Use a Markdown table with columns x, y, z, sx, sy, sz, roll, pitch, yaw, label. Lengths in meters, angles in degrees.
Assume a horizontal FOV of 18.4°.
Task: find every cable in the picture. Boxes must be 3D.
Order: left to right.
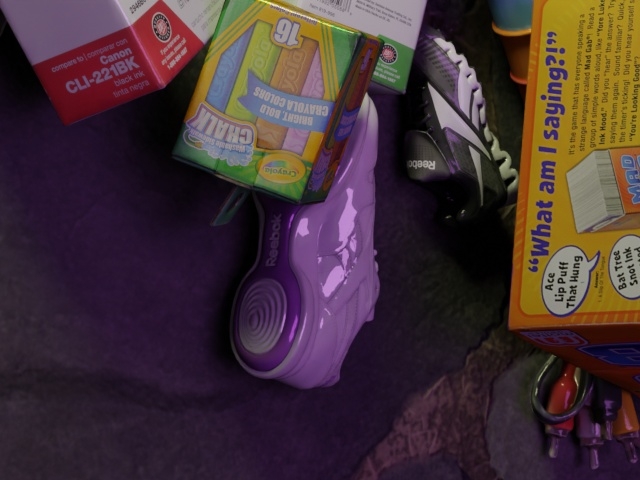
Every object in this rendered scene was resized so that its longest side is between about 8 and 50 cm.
| x | y | z | sx | sy | sz | roll | pitch | yaw | label |
| --- | --- | --- | --- | --- | --- | --- | --- | --- | --- |
| 0.287 | 0.104 | 2.170 | 0.139 | 0.072 | 0.287 | 6 | 74 | -18 | cable |

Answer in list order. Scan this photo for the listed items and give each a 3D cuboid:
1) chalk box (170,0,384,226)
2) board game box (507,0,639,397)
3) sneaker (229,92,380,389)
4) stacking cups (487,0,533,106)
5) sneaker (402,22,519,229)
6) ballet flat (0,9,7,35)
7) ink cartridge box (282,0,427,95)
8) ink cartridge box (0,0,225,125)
| x | y | z | sx | sy | sz | roll | pitch | yaw | label |
| --- | --- | --- | --- | --- | --- | --- | --- | --- | --- |
| -0.045 | -0.108 | 1.805 | 0.132 | 0.132 | 0.213 | 21 | 98 | 9 | chalk box |
| 0.435 | -0.045 | 1.986 | 0.356 | 0.356 | 0.356 | 27 | 65 | -54 | board game box |
| 0.000 | 0.000 | 1.941 | 0.152 | 0.114 | 0.305 | 29 | 72 | -51 | sneaker |
| 0.208 | -0.265 | 2.056 | 0.096 | 0.096 | 0.316 | -42 | 128 | -28 | stacking cups |
| 0.122 | -0.111 | 2.024 | 0.106 | 0.078 | 0.234 | -41 | 114 | -31 | sneaker |
| -0.315 | -0.178 | 1.726 | 0.068 | 0.072 | 0.213 | 34 | 70 | -34 | ballet flat |
| 0.028 | -0.264 | 1.954 | 0.153 | 0.087 | 0.208 | 21 | 79 | -33 | ink cartridge box |
| -0.208 | -0.270 | 1.727 | 0.273 | 0.114 | 0.197 | 62 | 28 | -17 | ink cartridge box |
